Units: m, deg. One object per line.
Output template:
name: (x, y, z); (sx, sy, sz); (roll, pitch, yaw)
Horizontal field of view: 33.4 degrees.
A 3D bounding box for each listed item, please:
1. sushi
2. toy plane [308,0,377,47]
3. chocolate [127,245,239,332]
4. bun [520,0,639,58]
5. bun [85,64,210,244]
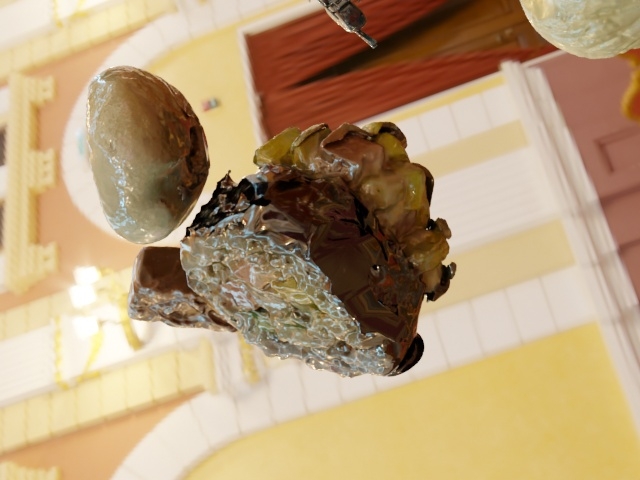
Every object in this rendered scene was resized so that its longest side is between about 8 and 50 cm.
sushi: (0.000, 0.000, 1.498); (0.328, 0.328, 0.285); (46, -125, -26)
toy plane: (0.032, -0.469, 2.120); (0.235, 0.060, 0.096); (48, 179, 35)
chocolate: (-0.204, 0.087, 1.738); (0.148, 0.214, 0.093); (115, 160, -56)
bun: (0.494, -0.490, 1.785); (0.349, 0.352, 0.227); (48, 158, -29)
bun: (-0.254, -0.134, 1.561); (0.273, 0.168, 0.273); (-9, -90, -88)
